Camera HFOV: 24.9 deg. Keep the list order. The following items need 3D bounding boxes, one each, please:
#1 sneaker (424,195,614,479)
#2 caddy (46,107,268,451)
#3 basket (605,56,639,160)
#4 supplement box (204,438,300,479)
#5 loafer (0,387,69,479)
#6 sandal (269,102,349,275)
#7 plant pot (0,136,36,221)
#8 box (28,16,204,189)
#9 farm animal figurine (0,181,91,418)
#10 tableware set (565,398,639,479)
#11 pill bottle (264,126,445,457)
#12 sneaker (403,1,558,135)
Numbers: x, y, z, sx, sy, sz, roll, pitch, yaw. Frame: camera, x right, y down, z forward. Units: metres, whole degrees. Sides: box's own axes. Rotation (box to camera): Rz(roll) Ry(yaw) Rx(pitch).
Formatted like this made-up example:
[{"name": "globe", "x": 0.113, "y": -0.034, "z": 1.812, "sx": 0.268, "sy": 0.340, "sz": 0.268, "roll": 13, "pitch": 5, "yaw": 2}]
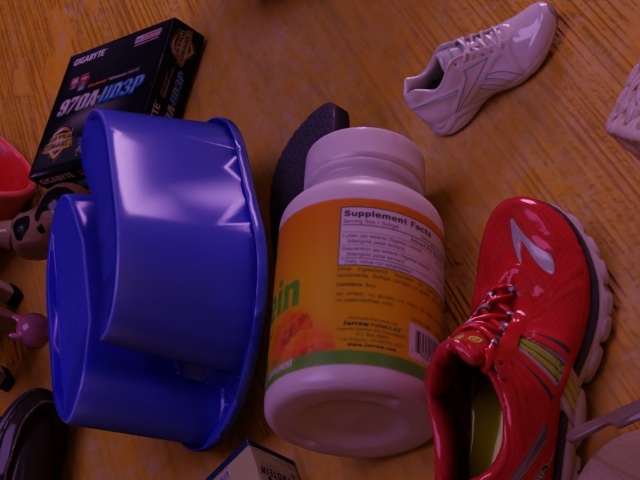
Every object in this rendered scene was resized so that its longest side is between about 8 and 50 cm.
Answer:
[{"name": "sneaker", "x": 0.130, "y": 0.081, "z": 1.022, "sx": 0.107, "sy": 0.118, "sz": 0.279, "roll": -19, "pitch": 51, "yaw": 41}, {"name": "caddy", "x": -0.137, "y": 0.031, "z": 1.335, "sx": 0.341, "sy": 0.179, "sz": 0.241, "roll": -104, "pitch": 33, "yaw": -44}, {"name": "basket", "x": 0.279, "y": -0.068, "z": 0.918, "sx": 0.113, "sy": 0.167, "sz": 0.103, "roll": -62, "pitch": 29, "yaw": -4}, {"name": "supplement box", "x": -0.058, "y": 0.227, "z": 1.196, "sx": 0.083, "sy": 0.056, "sz": 0.083, "roll": -46, "pitch": 38, "yaw": 18}, {"name": "loafer", "x": -0.289, "y": 0.256, "z": 1.447, "sx": 0.078, "sy": 0.080, "sz": 0.220, "roll": -1, "pitch": 70, "yaw": 39}, {"name": "sandal", "x": -0.001, "y": 0.001, "z": 1.304, "sx": 0.097, "sy": 0.055, "sz": 0.254, "roll": -21, "pitch": 59, "yaw": 50}, {"name": "plant pot", "x": -0.524, "y": -0.028, "z": 1.784, "sx": 0.243, "sy": 0.275, "sz": 0.275, "roll": -60, "pitch": 35, "yaw": 15}, {"name": "box", "x": -0.239, "y": -0.152, "z": 1.688, "sx": 0.220, "sy": 0.051, "sz": 0.175, "roll": -9, "pitch": 59, "yaw": 48}, {"name": "farm animal figurine", "x": -0.377, "y": 0.077, "z": 1.586, "sx": 0.327, "sy": 0.172, "sz": 0.330, "roll": 12, "pitch": 75, "yaw": 53}, {"name": "tableware set", "x": 0.249, "y": 0.142, "z": 0.909, "sx": 0.194, "sy": 0.039, "sz": 0.128, "roll": -30, "pitch": 33, "yaw": 26}, {"name": "pill bottle", "x": 0.031, "y": 0.036, "z": 1.158, "sx": 0.136, "sy": 0.136, "sz": 0.245, "roll": -26, "pitch": 47, "yaw": 38}, {"name": "sneaker", "x": 0.135, "y": -0.151, "z": 1.233, "sx": 0.152, "sy": 0.061, "sz": 0.053, "roll": -40, "pitch": 38, "yaw": 22}]
